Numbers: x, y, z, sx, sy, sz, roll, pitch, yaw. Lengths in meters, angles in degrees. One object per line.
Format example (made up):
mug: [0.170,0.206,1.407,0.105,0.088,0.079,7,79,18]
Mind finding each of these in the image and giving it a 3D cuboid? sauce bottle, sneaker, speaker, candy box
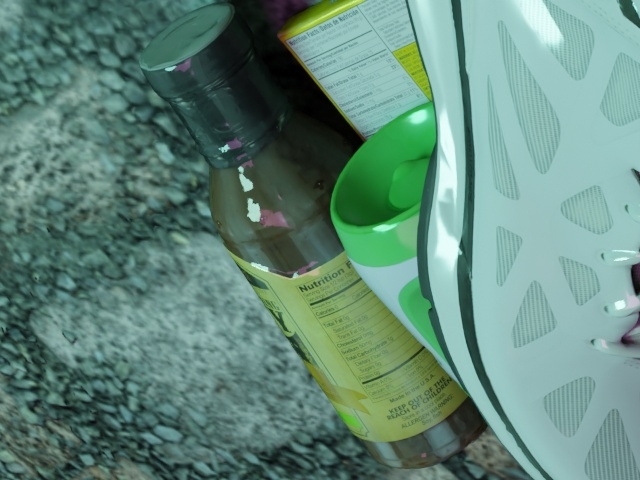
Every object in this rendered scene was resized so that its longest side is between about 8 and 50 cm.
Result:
sauce bottle: [0.000,0.000,1.060,0.111,0.111,0.344,-12,123,35]
sneaker: [0.167,-0.012,0.784,0.257,0.169,0.447,34,143,61]
speaker: [0.135,0.050,1.008,0.131,0.131,0.296,-17,127,38]
candy box: [0.081,-0.124,0.955,0.206,0.027,0.105,-20,118,39]
